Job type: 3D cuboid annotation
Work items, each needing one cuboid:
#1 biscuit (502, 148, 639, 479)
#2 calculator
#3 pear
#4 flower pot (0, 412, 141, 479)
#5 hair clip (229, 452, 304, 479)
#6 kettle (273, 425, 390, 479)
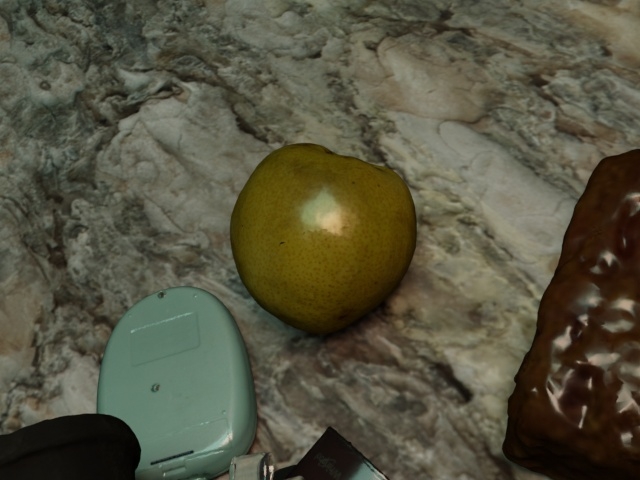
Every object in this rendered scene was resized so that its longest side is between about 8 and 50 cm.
[{"bbox_3d":[0.388,0.097,0.735,0.395,0.166,0.342,14,60,26],"label":"biscuit"},{"bbox_3d":[-0.164,0.178,0.920,0.184,0.042,0.295,-17,53,5],"label":"calculator"},{"bbox_3d":[0.000,0.000,0.898,0.209,0.208,0.208,-8,55,12],"label":"pear"},{"bbox_3d":[-0.251,0.343,0.669,0.379,0.379,0.251,-37,68,-9],"label":"flower pot"},{"bbox_3d":[-0.071,0.279,0.639,0.159,0.071,0.218,-26,35,38],"label":"hair clip"},{"bbox_3d":[-0.030,0.291,0.752,0.232,0.144,0.202,-46,38,-10],"label":"kettle"}]
